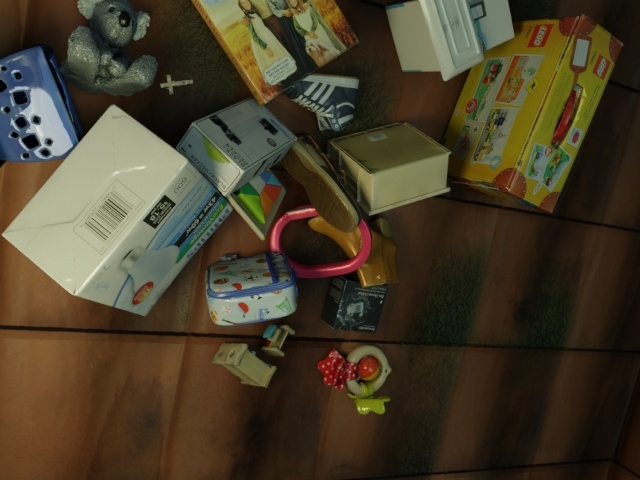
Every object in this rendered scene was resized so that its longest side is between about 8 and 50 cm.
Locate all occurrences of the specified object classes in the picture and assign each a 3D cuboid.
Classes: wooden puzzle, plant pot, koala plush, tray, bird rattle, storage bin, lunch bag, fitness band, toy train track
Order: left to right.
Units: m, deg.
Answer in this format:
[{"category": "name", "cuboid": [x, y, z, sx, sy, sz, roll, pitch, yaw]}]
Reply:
[{"category": "plant pot", "cuboid": [-0.650, -0.280, 1.366, 0.212, 0.236, 0.236, -19, 111, -13]}, {"category": "koala plush", "cuboid": [-0.484, -0.460, 1.447, 0.196, 0.203, 0.221, 16, 75, -38]}, {"category": "toy train track", "cuboid": [-0.360, -0.394, 1.596, 0.083, 0.014, 0.048, -15, 110, -23]}, {"category": "wooden puzzle", "cuboid": [-0.176, -0.149, 1.647, 0.044, 0.238, 0.221, -22, 122, 29]}, {"category": "lunch bag", "cuboid": [-0.175, 0.115, 1.661, 0.243, 0.303, 0.115, -11, 108, -6]}, {"category": "fitness band", "cuboid": [0.000, 0.000, 1.773, 0.291, 0.054, 0.209, -7, 109, 13]}, {"category": "bird rattle", "cuboid": [0.121, 0.422, 2.020, 0.207, 0.143, 0.253, -46, 106, -21]}, {"category": "storage bin", "cuboid": [0.183, -0.214, 1.778, 0.262, 0.260, 0.123, -18, 128, -21]}, {"category": "tray", "cuboid": [0.346, -0.570, 1.660, 0.145, 0.030, 0.270, -31, 115, -15]}]

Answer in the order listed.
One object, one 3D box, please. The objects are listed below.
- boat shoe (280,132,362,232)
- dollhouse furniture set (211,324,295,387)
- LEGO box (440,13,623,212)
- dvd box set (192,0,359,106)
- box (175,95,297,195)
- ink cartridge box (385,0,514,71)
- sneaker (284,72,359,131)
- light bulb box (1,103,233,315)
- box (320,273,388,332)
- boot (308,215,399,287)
[{"category": "boat shoe", "cuboid": [0.019, -0.168, 1.692, 0.123, 0.342, 0.123, -23, 147, -29]}, {"category": "dollhouse furniture set", "cuboid": [-0.192, 0.305, 1.823, 0.129, 0.129, 0.183, 44, 59, -28]}, {"category": "LEGO box", "cuboid": [0.583, -0.376, 1.861, 0.193, 0.372, 0.500, 19, 95, -29]}, {"category": "dvd box set", "cuboid": [-0.136, -0.591, 1.567, 0.307, 0.062, 0.420, -36, 102, -13]}, {"category": "box", "cuboid": [-0.195, -0.237, 1.549, 0.169, 0.290, 0.087, 45, 124, 1]}, {"category": "ink cartridge box", "cuboid": [0.365, -0.615, 1.788, 0.270, 0.198, 0.197, -28, 113, -18]}, {"category": "sneaker", "cuboid": [-0.022, -0.373, 1.720, 0.282, 0.099, 0.153, -3, 103, -29]}, {"category": "light bulb box", "cuboid": [-0.428, -0.048, 1.431, 0.225, 0.361, 0.358, 37, 85, 14]}, {"category": "box", "cuboid": [0.104, 0.189, 1.938, 0.156, 0.093, 0.158, 10, 100, -28]}, {"category": "boot", "cuboid": [0.106, 0.033, 1.846, 0.295, 0.104, 0.211, 3, 71, -32]}]
